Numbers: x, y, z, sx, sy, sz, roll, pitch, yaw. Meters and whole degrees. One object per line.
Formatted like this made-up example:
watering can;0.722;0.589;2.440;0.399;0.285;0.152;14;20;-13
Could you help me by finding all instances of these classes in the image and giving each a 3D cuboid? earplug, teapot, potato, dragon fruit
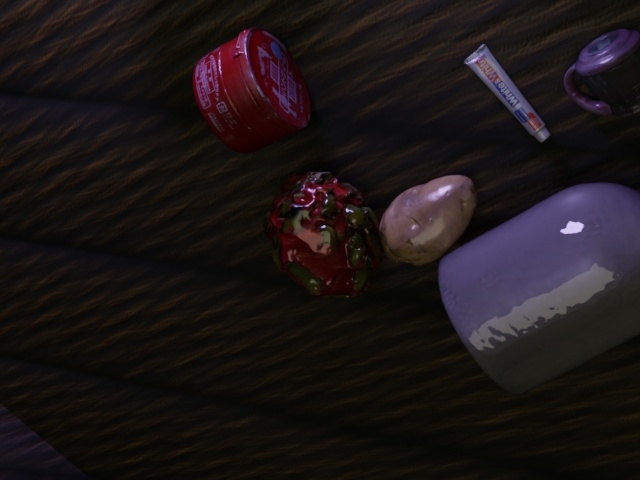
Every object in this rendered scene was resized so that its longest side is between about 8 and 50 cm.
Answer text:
earplug;0.462;0.067;1.315;0.394;0.312;0.312;-35;98;26
teapot;0.520;-0.283;1.247;0.148;0.116;0.146;-29;111;24
potato;0.219;-0.036;1.443;0.235;0.128;0.161;-20;85;28
dragon fruit;0.011;-0.005;1.480;0.237;0.231;0.302;-26;105;9

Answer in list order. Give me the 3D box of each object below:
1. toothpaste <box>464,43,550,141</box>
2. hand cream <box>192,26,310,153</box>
toothpaste;0.365;-0.279;1.350;0.052;0.033;0.218;-40;91;25
hand cream;-0.137;-0.297;1.407;0.149;0.230;0.230;-21;105;24
